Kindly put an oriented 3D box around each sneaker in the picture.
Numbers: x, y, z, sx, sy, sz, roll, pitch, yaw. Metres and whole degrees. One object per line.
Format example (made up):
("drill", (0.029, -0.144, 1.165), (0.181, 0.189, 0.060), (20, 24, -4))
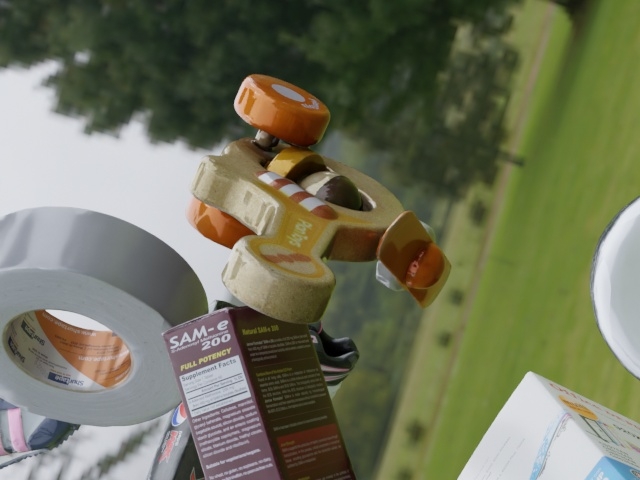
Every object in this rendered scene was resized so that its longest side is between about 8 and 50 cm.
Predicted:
("sneaker", (-0.343, 0.163, 1.838), (0.319, 0.131, 0.112), (-31, 42, 39))
("sneaker", (-0.036, 0.096, 1.810), (0.077, 0.178, 0.072), (-46, 36, 29))

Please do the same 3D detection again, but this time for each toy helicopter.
("toy helicopter", (0.000, 0.000, 1.427), (0.355, 0.235, 0.140), (-68, 4, -72))

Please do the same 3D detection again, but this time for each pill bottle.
("pill bottle", (0.233, 0.027, 1.107), (0.245, 0.130, 0.130), (-5, -67, -82))

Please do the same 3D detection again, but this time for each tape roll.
("tape roll", (-0.210, 0.070, 1.532), (0.219, 0.219, 0.072), (109, 176, -49))

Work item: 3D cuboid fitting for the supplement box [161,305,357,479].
("supplement box", (-0.037, 0.174, 1.439), (0.130, 0.073, 0.239), (-1, -108, -64))

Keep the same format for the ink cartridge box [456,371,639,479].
("ink cartridge box", (0.253, 0.265, 1.643), (0.168, 0.171, 0.233), (-58, 24, 10))

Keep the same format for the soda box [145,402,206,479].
("soda box", (-0.119, 0.204, 1.675), (0.053, 0.060, 0.169), (-21, 41, 49))
